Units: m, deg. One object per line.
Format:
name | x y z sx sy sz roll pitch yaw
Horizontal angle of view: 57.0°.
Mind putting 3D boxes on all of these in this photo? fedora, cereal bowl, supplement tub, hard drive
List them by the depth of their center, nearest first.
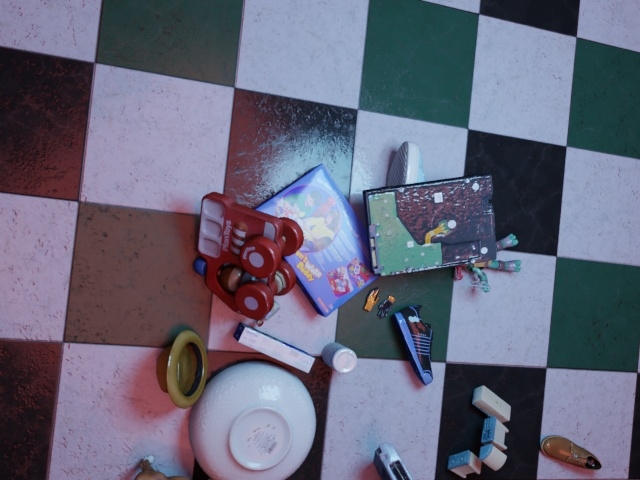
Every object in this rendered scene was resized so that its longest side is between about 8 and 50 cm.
fedora | -0.357 0.323 1.484 0.079 0.194 0.194 -6 92 20
cereal bowl | -0.167 0.490 1.530 0.339 0.141 0.338 0 89 -16
hard drive | 0.291 -0.041 1.571 0.339 0.064 0.236 -9 102 -5
supplement tub | 0.051 0.320 1.608 0.071 0.107 0.070 0 90 -15

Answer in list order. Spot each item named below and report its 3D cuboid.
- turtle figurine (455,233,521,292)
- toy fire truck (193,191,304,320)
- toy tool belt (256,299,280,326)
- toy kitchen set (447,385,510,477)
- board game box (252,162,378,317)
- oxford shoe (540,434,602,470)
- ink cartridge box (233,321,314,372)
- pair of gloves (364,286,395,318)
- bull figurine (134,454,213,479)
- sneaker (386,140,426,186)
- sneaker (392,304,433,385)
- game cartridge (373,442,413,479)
turtle figurine | 0.483 0.052 1.729 0.234 0.118 0.175 -8 105 -31
toy fire truck | -0.198 0.046 1.488 0.254 0.169 0.302 21 120 15
toy tool belt | -0.152 0.188 1.586 0.083 0.052 0.051 -42 70 -15
toy kitchen set | 0.453 0.569 1.750 0.122 0.166 0.207 39 43 -13
board game box | 0.000 0.000 1.608 0.233 0.078 0.347 -36 99 -13
oxford shoe | 0.786 0.665 1.839 0.212 0.076 0.076 21 86 -13
ink cartridge box | -0.124 0.283 1.563 0.207 0.097 0.046 27 83 -15
pair of gloves | 0.169 0.179 1.693 0.083 0.010 0.074 31 80 -17
bull figurine | -0.330 0.641 1.456 0.311 0.188 0.101 31 82 -14
sneaker | 0.276 -0.096 1.668 0.150 0.135 0.365 -2 102 -17
sneaker | 0.290 0.298 1.691 0.091 0.081 0.232 -22 95 -8
game cartridge | 0.233 0.697 1.568 0.060 0.196 0.294 -22 59 -15
